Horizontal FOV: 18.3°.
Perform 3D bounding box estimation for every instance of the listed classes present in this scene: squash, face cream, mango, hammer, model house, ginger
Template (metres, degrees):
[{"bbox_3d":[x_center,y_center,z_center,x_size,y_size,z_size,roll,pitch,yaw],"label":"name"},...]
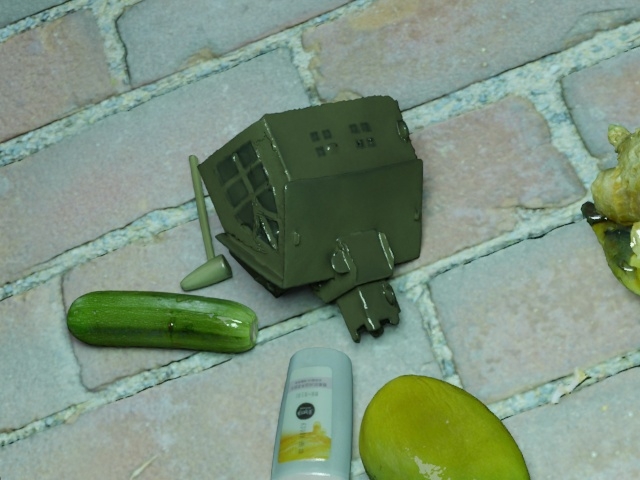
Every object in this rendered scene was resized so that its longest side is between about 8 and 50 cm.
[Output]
[{"bbox_3d":[-0.178,0.090,2.204,0.229,0.066,0.066,4,57,20],"label":"squash"},{"bbox_3d":[-0.008,0.208,2.062,0.084,0.057,0.198,-7,53,16],"label":"face cream"},{"bbox_3d":[0.134,0.227,1.980,0.137,0.091,0.237,-43,58,-11],"label":"mango"},{"bbox_3d":[-0.145,-0.022,2.303,0.060,0.028,0.195,-23,48,11],"label":"hammer"},{"bbox_3d":[0.000,0.000,2.150,0.204,0.211,0.243,-36,73,46],"label":"model house"},{"bbox_3d":[0.356,-0.053,1.987,0.157,0.102,0.216,-49,49,11],"label":"ginger"}]

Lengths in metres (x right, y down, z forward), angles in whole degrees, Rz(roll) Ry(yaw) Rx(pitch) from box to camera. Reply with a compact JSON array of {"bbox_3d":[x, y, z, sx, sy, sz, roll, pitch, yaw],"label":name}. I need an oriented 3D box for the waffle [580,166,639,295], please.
[{"bbox_3d":[0.486,-0.027,2.034,0.380,0.095,0.382,-32,49,-4],"label":"waffle"}]
